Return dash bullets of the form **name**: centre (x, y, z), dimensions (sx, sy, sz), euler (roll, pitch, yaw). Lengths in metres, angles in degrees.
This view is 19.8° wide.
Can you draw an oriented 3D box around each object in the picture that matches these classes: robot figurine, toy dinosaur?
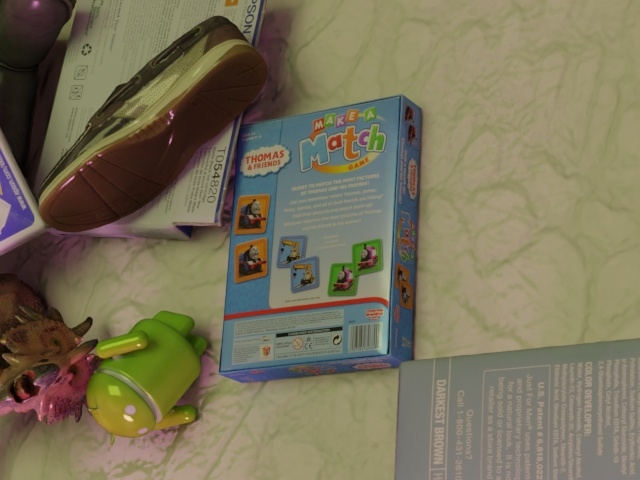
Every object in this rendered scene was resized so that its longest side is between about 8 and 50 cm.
- **robot figurine**: centre (-0.142, 0.109, 1.472), dimensions (0.067, 0.101, 0.115), euler (12, 51, 41)
- **toy dinosaur**: centre (-0.275, 0.087, 1.561), dimensions (0.200, 0.127, 0.296), euler (-34, 41, 8)

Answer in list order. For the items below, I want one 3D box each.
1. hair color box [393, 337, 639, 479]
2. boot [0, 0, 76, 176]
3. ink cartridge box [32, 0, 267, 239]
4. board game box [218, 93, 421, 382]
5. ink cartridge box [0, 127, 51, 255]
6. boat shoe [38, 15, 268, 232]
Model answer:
- **hair color box**: centre (0.252, 0.132, 1.137), dimensions (0.374, 0.185, 0.114), euler (-9, 69, 32)
- **boot**: centre (-0.276, -0.113, 1.617), dimensions (0.189, 0.076, 0.209), euler (130, 154, -68)
- **ink cartridge box**: centre (-0.138, -0.111, 1.571), dimensions (0.224, 0.045, 0.223), euler (2, 74, 37)
- **board game box**: centre (0.000, 0.000, 1.446), dimensions (0.160, 0.039, 0.212), euler (-8, 70, 32)
- **ink cartridge box**: centre (-0.364, -0.053, 1.548), dimensions (0.208, 0.045, 0.206), euler (-27, 81, -3)
- **boat shoe**: centre (-0.142, -0.095, 1.492), dimensions (0.223, 0.080, 0.073), euler (-39, 49, 12)
